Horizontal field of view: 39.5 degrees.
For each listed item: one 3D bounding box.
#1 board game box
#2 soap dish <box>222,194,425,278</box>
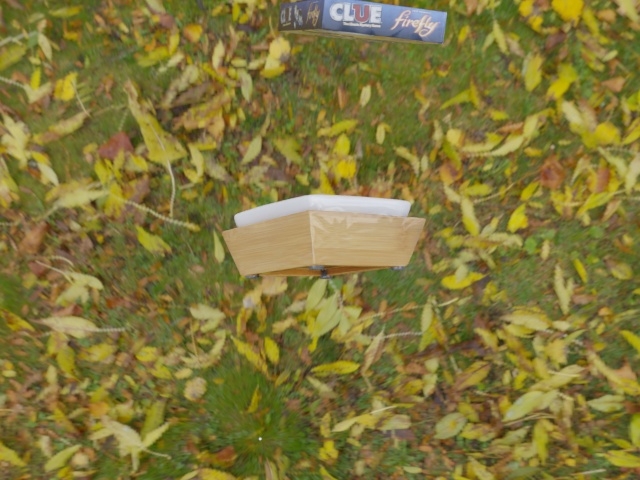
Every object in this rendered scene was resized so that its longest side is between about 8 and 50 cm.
[{"bbox_3d":[0.049,-0.299,1.218,0.165,0.243,0.042,3,102,-17],"label":"board game box"},{"bbox_3d":[0.000,0.000,1.511,0.228,0.290,0.118,2,83,-33],"label":"soap dish"}]
